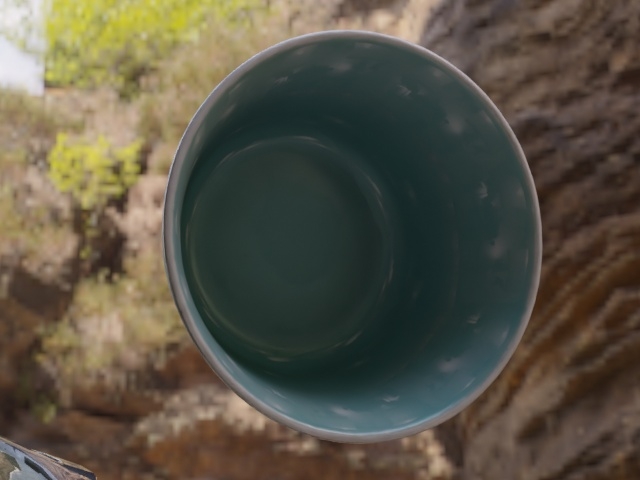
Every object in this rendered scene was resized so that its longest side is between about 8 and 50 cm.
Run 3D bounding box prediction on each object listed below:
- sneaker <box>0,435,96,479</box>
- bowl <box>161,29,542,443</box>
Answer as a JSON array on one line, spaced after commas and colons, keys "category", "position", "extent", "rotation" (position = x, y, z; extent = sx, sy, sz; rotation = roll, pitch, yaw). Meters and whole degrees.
[{"category": "sneaker", "position": [-0.148, 0.118, 0.495], "extent": [0.121, 0.111, 0.300], "rotation": [22, -28, -33]}, {"category": "bowl", "position": [0.000, 0.000, 1.397], "extent": [0.311, 0.311, 0.163], "rotation": [12, -8, -23]}]
